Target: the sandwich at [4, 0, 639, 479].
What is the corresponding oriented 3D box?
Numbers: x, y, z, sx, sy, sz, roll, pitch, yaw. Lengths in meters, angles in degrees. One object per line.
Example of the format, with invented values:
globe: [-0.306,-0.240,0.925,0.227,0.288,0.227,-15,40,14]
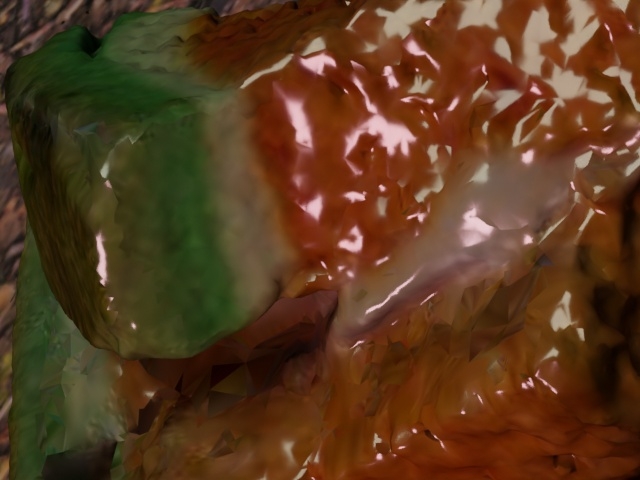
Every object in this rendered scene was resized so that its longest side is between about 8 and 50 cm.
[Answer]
sandwich: [0.000,0.000,0.493,0.301,0.162,0.250,-29,47,32]
